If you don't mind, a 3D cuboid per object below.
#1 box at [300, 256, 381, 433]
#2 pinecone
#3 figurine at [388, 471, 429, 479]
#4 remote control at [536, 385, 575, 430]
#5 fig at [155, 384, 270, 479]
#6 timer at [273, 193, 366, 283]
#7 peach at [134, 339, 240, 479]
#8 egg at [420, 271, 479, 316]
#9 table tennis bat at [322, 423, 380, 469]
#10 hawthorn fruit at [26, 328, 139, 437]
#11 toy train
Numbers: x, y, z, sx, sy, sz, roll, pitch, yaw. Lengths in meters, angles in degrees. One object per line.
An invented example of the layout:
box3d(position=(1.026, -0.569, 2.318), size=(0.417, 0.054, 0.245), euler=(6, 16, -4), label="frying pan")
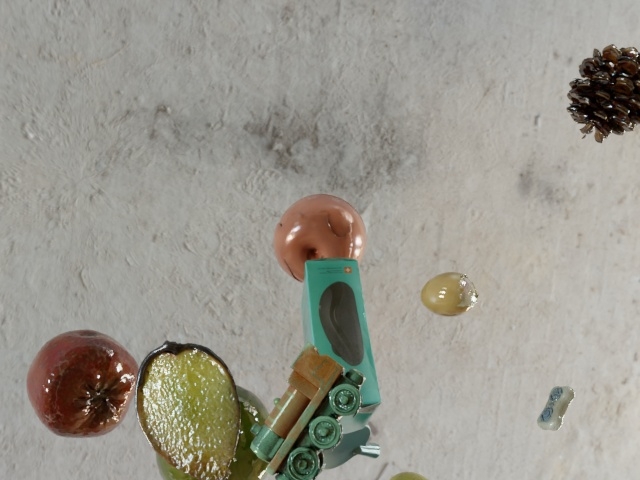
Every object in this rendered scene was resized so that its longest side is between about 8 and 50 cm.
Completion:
box3d(position=(0.030, 0.217, 1.037), size=(0.118, 0.205, 0.312), euler=(-3, 57, -6), label="box")
box3d(position=(0.707, -0.347, 1.231), size=(0.221, 0.221, 0.222), euler=(-3, 97, -25), label="pinecone")
box3d(position=(0.302, 0.755, 1.331), size=(0.340, 0.324, 0.231), euler=(35, 75, 17), label="figurine")
box3d(position=(0.591, 0.420, 1.274), size=(0.032, 0.074, 0.122), euler=(37, 68, 1), label="remote control")
box3d(position=(-0.274, 0.515, 1.294), size=(0.316, 0.316, 0.316), euler=(-3, 97, -25), label="fig")
box3d(position=(0.000, 0.000, 1.259), size=(0.229, 0.215, 0.230), euler=(4, 108, 11), label="timer")
box3d(position=(-0.229, 0.313, 0.935), size=(0.189, 0.068, 0.279), euler=(-31, 70, 3), label="peach")
box3d(position=(0.223, 0.097, 0.893), size=(0.080, 0.096, 0.080), euler=(25, 53, -38), label="egg")
box3d(position=(0.082, 0.514, 1.259), size=(0.153, 0.040, 0.244), euler=(-50, 139, 5), label="table tennis bat")
box3d(position=(-0.644, 0.371, 1.360), size=(0.275, 0.299, 0.275), euler=(-44, 150, -33), label="hawthorn fruit")
box3d(position=(-0.011, 0.136, 0.392), size=(0.064, 0.044, 0.103), euler=(32, 79, 13), label="toy train")
